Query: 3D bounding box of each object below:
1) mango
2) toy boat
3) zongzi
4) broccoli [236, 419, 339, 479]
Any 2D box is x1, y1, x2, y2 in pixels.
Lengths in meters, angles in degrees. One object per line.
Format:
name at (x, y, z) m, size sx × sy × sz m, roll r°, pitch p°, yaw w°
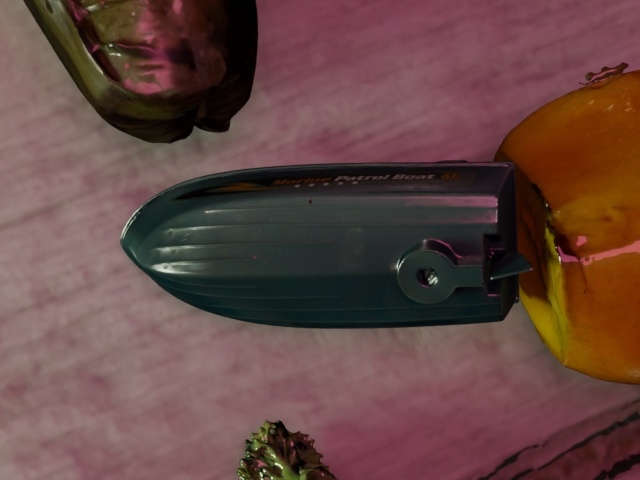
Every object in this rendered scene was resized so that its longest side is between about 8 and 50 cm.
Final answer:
mango at (0.239, -0.018, 0.721) m, size 0.256 × 0.138 × 0.187 m, roll -11°, pitch 52°, yaw -5°
toy boat at (0.000, 0.000, 0.714) m, size 0.246 × 0.103 × 0.093 m, roll -1°, pitch 114°, yaw 11°
zongzi at (-0.186, -0.189, 0.709) m, size 0.288 × 0.134 × 0.286 m, roll -5°, pitch 77°, yaw -8°
broccoli at (-0.002, 0.150, 0.689) m, size 0.095 × 0.092 × 0.097 m, roll 14°, pitch 49°, yaw -4°
